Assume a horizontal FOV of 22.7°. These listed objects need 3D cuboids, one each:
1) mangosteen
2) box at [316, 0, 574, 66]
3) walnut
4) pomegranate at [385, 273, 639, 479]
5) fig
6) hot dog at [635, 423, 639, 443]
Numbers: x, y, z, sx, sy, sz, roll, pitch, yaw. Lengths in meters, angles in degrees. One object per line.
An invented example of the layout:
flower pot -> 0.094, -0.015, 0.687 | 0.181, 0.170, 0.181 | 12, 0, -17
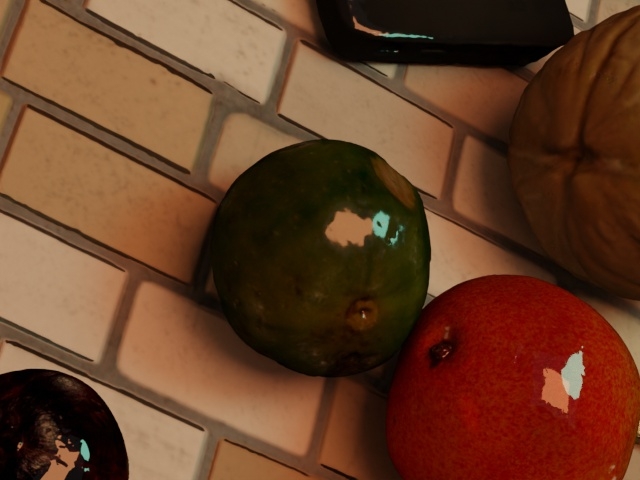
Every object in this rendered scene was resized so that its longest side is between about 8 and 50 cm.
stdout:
mangosteen -> -0.207, 0.170, 1.151 | 0.152, 0.152, 0.152 | 13, 64, -29
box -> 0.104, -0.310, 1.585 | 0.290, 0.073, 0.289 | -4, 73, -34
walnut -> 0.333, -0.085, 1.531 | 0.313, 0.252, 0.277 | -3, 72, -44
pomegranate -> 0.173, 0.149, 1.362 | 0.257, 0.221, 0.221 | 48, 45, -49
fig -> 0.000, 0.000, 1.347 | 0.195, 0.195, 0.245 | 30, 21, -20
hot dog -> 0.342, 0.190, 1.560 | 0.090, 0.034, 0.030 | 12, 74, -8
